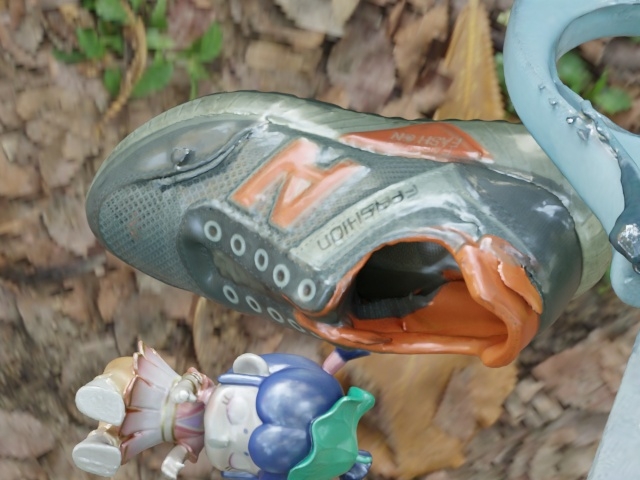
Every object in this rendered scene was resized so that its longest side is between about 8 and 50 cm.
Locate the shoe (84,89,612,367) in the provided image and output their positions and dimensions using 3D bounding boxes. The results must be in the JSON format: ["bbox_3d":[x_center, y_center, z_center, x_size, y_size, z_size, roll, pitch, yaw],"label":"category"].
[{"bbox_3d":[-0.002,0.000,0.642,0.194,0.074,0.077,4,37,25],"label":"shoe"}]

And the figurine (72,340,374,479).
[{"bbox_3d":[-0.058,0.112,1.288,0.195,0.102,0.111,10,116,4],"label":"figurine"}]

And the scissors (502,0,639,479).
[{"bbox_3d":[0.097,0.026,0.474,0.191,0.029,0.360,23,38,12],"label":"scissors"}]
